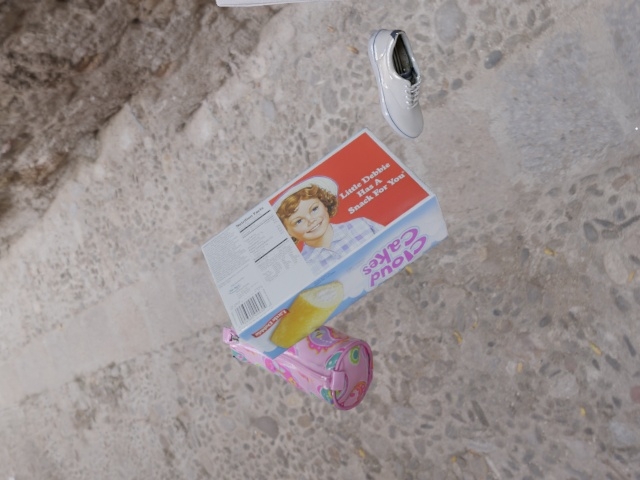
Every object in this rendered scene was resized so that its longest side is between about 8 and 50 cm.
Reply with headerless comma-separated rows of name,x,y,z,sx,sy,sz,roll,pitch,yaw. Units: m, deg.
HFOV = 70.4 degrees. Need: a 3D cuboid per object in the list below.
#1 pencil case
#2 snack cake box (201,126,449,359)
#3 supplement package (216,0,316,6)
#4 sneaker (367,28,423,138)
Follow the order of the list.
pencil case,-0.046,0.196,0.800,0.283,0.124,0.124,11,108,40
snack cake box,0.000,0.000,0.558,0.264,0.089,0.152,-35,49,1
supplement package,-0.033,-0.411,0.440,0.175,0.178,0.293,-3,131,-1
sneaker,0.182,-0.340,1.013,0.091,0.094,0.258,31,155,57
